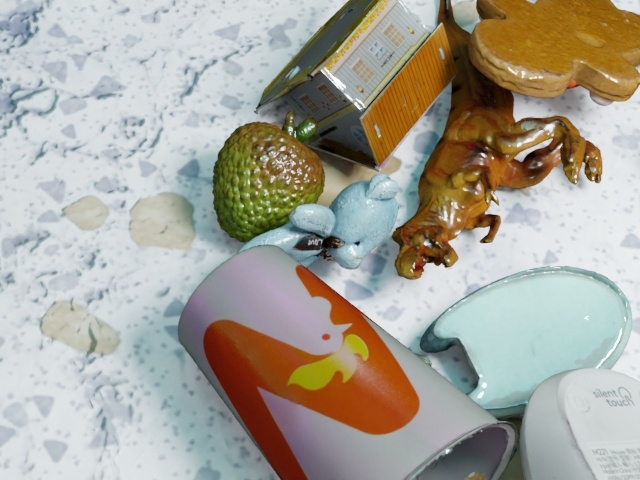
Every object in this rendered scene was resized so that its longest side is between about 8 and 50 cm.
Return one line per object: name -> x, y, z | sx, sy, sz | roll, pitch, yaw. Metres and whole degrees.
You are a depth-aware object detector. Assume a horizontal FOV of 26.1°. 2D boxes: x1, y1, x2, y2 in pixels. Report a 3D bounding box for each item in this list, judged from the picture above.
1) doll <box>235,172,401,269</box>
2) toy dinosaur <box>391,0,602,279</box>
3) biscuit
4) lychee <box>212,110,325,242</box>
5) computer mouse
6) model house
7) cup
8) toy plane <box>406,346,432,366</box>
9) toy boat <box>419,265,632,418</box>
doll -> 0.003, 0.003, 1.363 | 0.180, 0.120, 0.075 | -31, 74, -17
toy dinosaur -> 0.194, -0.108, 1.465 | 0.208, 0.097, 0.432 | 5, 47, 16
biscuit -> 0.262, -0.215, 1.508 | 0.205, 0.049, 0.324 | 35, 34, 17
lychee -> -0.052, -0.065, 1.399 | 0.114, 0.114, 0.146 | 26, 84, 11
computer mouse -> 0.274, 0.257, 1.216 | 0.184, 0.121, 0.297 | -3, 52, -37
model house -> 0.061, -0.180, 1.474 | 0.136, 0.207, 0.219 | 46, 63, -11
cup -> 0.008, 0.143, 1.238 | 0.203, 0.203, 0.288 | -33, 59, -23
toy plane -> 0.070, 0.116, 1.341 | 0.080, 0.033, 0.083 | -16, 59, -28
toy boat -> 0.206, 0.100, 1.351 | 0.208, 0.079, 0.134 | -24, 68, -8
